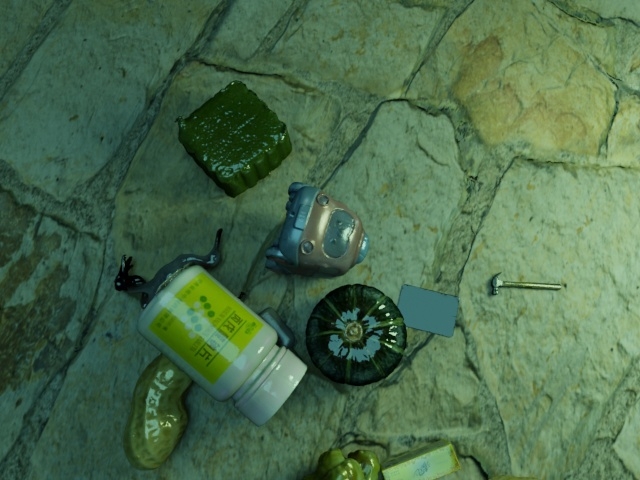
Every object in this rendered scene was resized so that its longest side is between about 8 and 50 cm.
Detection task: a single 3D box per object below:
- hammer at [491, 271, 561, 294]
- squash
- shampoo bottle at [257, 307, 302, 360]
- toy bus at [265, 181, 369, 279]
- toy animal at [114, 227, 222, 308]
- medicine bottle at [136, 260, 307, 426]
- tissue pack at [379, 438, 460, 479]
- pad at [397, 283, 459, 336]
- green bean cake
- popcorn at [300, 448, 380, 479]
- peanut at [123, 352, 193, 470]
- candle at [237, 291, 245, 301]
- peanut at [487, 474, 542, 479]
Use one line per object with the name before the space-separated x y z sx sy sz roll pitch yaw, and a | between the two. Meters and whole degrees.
hammer | 0.548 0.116 1.287 0.182 0.017 0.062 2 75 1
squash | 0.089 0.235 1.200 0.252 0.165 0.252 -2 74 6
shampoo bottle | -0.111 0.259 1.265 0.080 0.040 0.165 -40 76 -3
toy bus | 0.000 0.000 1.208 0.232 0.294 0.197 19 74 -3
toy animal | -0.400 0.099 1.296 0.324 0.090 0.195 -17 75 0
medicine bottle | -0.233 0.248 1.156 0.379 0.213 0.213 40 80 0
tissue pack | 0.233 0.538 1.147 0.176 0.095 0.062 -19 74 -3
pad | 0.285 0.186 1.287 0.157 0.003 0.112 14 76 6
green bean cake | -0.237 -0.281 1.356 0.250 0.156 0.247 -43 79 -9
popcorn | 0.035 0.604 1.075 0.277 0.225 0.276 -5 66 11
peanut | -0.393 0.405 1.198 0.147 0.147 0.305 5 71 4
candle | -0.218 0.220 1.291 0.026 0.021 0.167 0 75 2
peanut | 0.475 0.597 1.130 0.175 0.080 0.080 2 75 4
